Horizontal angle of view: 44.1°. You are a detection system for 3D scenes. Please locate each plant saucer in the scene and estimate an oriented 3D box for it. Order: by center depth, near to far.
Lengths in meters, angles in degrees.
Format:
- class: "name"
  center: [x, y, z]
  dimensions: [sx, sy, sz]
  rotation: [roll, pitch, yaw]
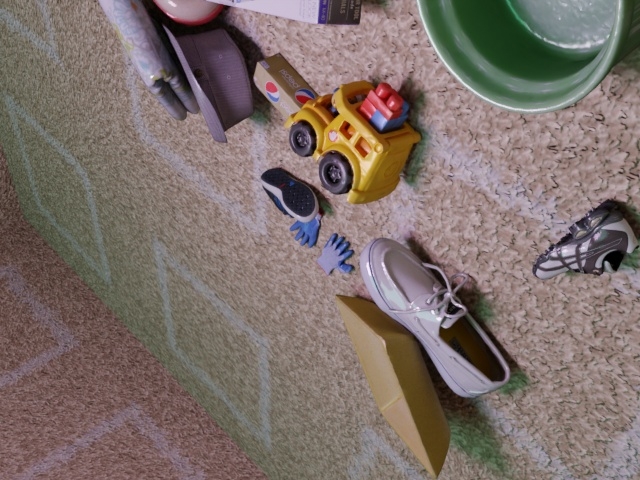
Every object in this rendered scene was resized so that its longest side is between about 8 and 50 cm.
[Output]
- class: "plant saucer"
  center: [0.162, 0.283, 1.675]
  dimensions: [0.332, 0.081, 0.333]
  rotation: [68, 170, -17]

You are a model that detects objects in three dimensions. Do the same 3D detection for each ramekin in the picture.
- class: "ramekin"
  center: [0.273, -0.323, 0.970]
  dimensions: [0.303, 0.148, 0.303]
  rotation: [36, 143, 33]

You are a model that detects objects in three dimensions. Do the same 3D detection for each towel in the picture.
- class: "towel"
  center: [-0.385, -0.446, 1.743]
  dimensions: [0.320, 0.090, 0.374]
  rotation: [59, 179, 5]

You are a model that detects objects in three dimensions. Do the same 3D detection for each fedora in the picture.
- class: "fedora"
  center: [-0.216, -0.346, 1.653]
  dimensions: [0.243, 0.124, 0.275]
  rotation: [79, 167, -75]

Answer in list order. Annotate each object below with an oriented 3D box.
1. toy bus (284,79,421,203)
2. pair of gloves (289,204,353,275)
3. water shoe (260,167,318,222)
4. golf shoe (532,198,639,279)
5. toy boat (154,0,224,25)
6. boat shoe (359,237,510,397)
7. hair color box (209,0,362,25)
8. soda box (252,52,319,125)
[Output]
- class: "toy bus"
  center: [0.067, -0.208, 1.402]
  dimensions: [0.220, 0.149, 0.211]
  rotation: [49, 136, 21]
- class: "pair of gloves"
  center: [0.000, 0.000, 1.791]
  dimensions: [0.198, 0.023, 0.159]
  rotation: [54, 150, 9]
- class: "water shoe"
  center: [-0.060, -0.089, 1.755]
  dimensions: [0.203, 0.073, 0.080]
  rotation: [47, 164, 43]
- class: "golf shoe"
  center: [0.393, 0.026, 1.185]
  dimensions: [0.094, 0.077, 0.198]
  rotation: [51, 150, 12]
- class: "toy boat"
  center: [-0.287, -0.539, 1.637]
  dimensions: [0.231, 0.151, 0.151]
  rotation: [50, 179, 15]
- class: "boat shoe"
  center: [0.226, 0.134, 1.471]
  dimensions: [0.367, 0.136, 0.156]
  rotation: [54, 150, 1]
- class: "hair color box"
  center: [-0.075, -0.479, 1.330]
  dimensions: [0.339, 0.110, 0.185]
  rotation: [24, 118, 40]
- class: "soda box"
  center: [-0.055, -0.285, 1.576]
  dimensions: [0.181, 0.058, 0.061]
  rotation: [50, 149, 15]
